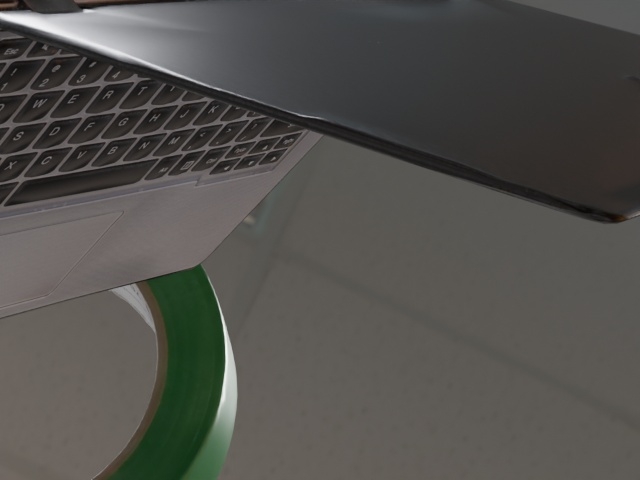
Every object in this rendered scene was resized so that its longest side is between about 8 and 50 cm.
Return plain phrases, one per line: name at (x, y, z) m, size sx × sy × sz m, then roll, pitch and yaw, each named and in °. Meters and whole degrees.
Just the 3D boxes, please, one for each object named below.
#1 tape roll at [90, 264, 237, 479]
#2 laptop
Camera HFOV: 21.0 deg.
tape roll at (-0.223, 0.107, 1.267) m, size 0.321 × 0.077 × 0.321 m, roll -2°, pitch -119°, yaw 4°
laptop at (0.000, 0.000, 0.799) m, size 0.236 × 0.408 × 0.382 m, roll 54°, pitch -148°, yaw 15°
